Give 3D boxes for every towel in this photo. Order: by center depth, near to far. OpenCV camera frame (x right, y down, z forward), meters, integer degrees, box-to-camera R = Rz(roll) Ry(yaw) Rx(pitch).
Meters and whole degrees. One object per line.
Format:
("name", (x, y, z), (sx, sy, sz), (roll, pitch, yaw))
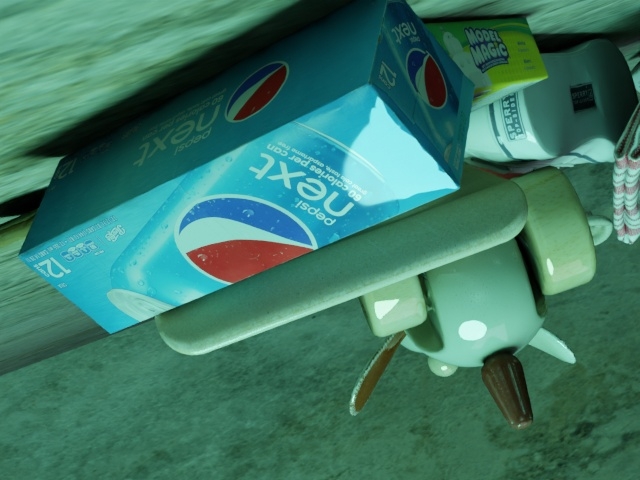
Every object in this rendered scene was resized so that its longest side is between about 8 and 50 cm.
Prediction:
("towel", (0.257, -0.084, 0.893), (0.144, 0.029, 0.197), (-60, 160, -8))

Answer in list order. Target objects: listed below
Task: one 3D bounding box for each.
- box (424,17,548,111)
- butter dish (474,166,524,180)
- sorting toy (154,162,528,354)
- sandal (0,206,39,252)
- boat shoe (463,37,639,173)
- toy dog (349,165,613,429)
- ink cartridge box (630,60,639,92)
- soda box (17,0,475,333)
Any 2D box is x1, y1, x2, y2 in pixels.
("box", (0.036, -0.080, 0.657), (0.105, 0.043, 0.179), (-22, 178, 36))
("butter dish", (0.126, -0.048, 1.048), (0.160, 0.118, 0.160), (-24, 176, 39))
("sorting toy", (0.000, 0.000, 0.683), (0.193, 0.038, 0.208), (-20, -164, -4))
("sandal", (-0.137, -0.005, 0.755), (0.072, 0.049, 0.180), (-21, 177, 17))
("boat shoe", (0.159, -0.095, 0.873), (0.084, 0.095, 0.258), (-10, 177, 32))
("toy dog", (0.111, 0.065, 0.881), (0.220, 0.161, 0.333), (-19, 167, 17))
("ink cartridge box", (0.353, -0.104, 1.035), (0.045, 0.179, 0.145), (-44, 178, -4))
("soda box", (-0.037, -0.030, 0.553), (0.210, 0.067, 0.071), (-23, -143, 33))
